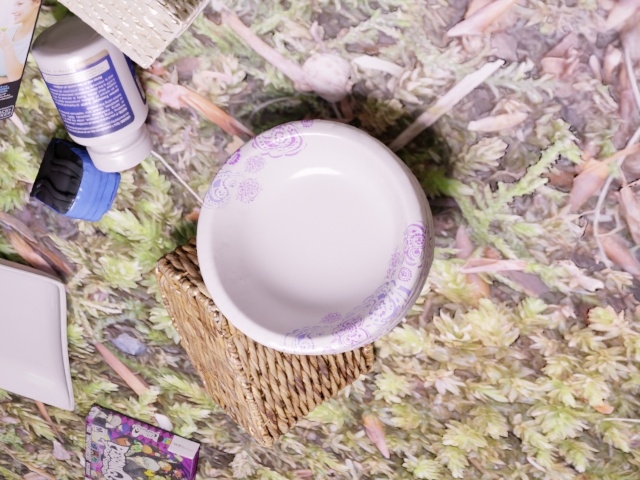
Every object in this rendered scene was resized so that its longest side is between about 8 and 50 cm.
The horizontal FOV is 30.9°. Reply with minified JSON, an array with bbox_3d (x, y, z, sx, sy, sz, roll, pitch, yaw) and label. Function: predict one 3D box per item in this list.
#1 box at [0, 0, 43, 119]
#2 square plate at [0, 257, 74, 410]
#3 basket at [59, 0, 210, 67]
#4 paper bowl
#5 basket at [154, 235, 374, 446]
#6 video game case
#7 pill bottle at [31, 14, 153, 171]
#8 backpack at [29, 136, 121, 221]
[{"bbox_3d":[-0.426,-0.295,1.401,0.169,0.087,0.290,48,134,18],"label":"box"},{"bbox_3d":[-0.575,0.124,1.968,0.347,0.049,0.344,18,137,9],"label":"square plate"},{"bbox_3d":[-0.219,-0.299,1.350,0.167,0.103,0.113,37,137,-13],"label":"basket"},{"bbox_3d":[0.000,0.000,1.443,0.284,0.284,0.148,13,179,14],"label":"paper bowl"},{"bbox_3d":[-0.082,0.103,1.684,0.213,0.223,0.299,33,150,45],"label":"basket"},{"bbox_3d":[-0.332,0.415,2.139,0.210,0.042,0.232,19,137,5],"label":"video game case"},{"bbox_3d":[-0.284,-0.185,1.485,0.112,0.112,0.186,2,131,24],"label":"pill bottle"},{"bbox_3d":[-0.326,-0.081,1.593,0.101,0.098,0.120,10,-168,-37],"label":"backpack"}]
